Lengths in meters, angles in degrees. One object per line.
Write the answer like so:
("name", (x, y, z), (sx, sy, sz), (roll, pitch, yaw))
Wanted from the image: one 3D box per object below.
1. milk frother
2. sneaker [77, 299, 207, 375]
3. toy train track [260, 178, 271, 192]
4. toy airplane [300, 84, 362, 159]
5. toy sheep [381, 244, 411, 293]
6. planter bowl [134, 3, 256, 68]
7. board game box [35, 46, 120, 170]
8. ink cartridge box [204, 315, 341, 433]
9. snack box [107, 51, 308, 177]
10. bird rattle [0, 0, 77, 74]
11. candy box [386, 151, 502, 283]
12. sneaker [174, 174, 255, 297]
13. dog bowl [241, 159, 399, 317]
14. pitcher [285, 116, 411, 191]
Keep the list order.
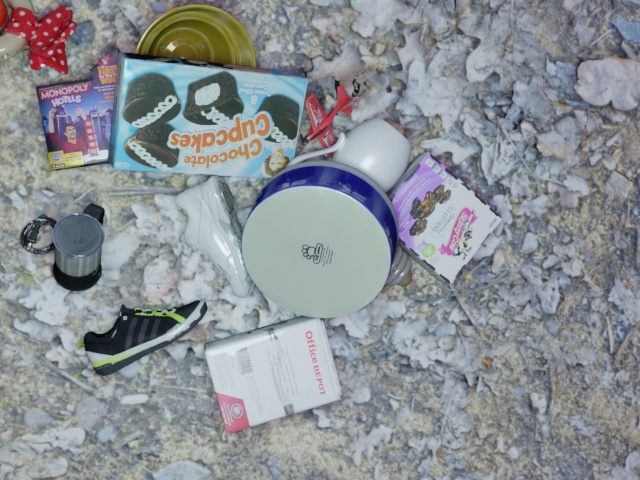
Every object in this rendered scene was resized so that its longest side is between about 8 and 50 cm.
("milk frother", (-0.440, 0.000, 1.430), (0.143, 0.135, 0.129), (6, 60, -14))
("sneaker", (-0.315, 0.150, 1.487), (0.234, 0.084, 0.097), (-28, 96, -9))
("toy train track", (-0.072, -0.099, 1.562), (0.083, 0.014, 0.048), (-14, 88, -16))
("toy airplane", (0.016, -0.225, 1.542), (0.151, 0.028, 0.151), (-22, 126, -34))
("toy sheep", (0.118, 0.041, 1.568), (0.132, 0.091, 0.091), (37, 85, -19))
("planter bowl", (-0.228, -0.307, 1.468), (0.217, 0.090, 0.217), (-11, 117, -21))
("board game box", (-0.385, -0.231, 1.471), (0.194, 0.060, 0.194), (-9, 93, -10))
("ink cartridge box", (-0.087, 0.236, 1.531), (0.218, 0.092, 0.159), (-15, 95, -8))
("snack box", (-0.190, -0.208, 1.443), (0.322, 0.060, 0.187), (1, 113, -26))
("bird rattle", (-0.545, -0.359, 1.406), (0.253, 0.143, 0.207), (-28, 81, -12))
("candy box", (0.215, -0.042, 1.590), (0.196, 0.070, 0.165), (40, 84, -10))
("sneaker", (-0.189, 0.001, 1.516), (0.115, 0.090, 0.232), (-15, 104, 16))
("dog bowl", (0.000, 0.000, 1.464), (0.265, 0.104, 0.265), (5, 119, 9))
("pitcher", (0.050, -0.134, 1.522), (0.178, 0.125, 0.207), (40, 92, -27))
